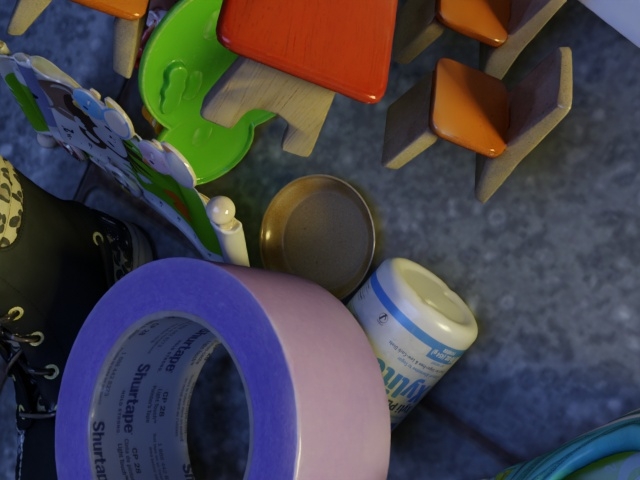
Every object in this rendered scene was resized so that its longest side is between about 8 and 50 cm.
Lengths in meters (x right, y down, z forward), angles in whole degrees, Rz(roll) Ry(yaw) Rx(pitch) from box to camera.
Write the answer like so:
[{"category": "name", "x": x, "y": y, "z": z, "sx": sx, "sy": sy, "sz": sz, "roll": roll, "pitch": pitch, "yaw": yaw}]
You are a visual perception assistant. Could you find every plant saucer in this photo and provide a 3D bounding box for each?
[{"category": "plant saucer", "x": 0.000, "y": 0.000, "z": 0.681, "sx": 0.083, "sy": 0.015, "sz": 0.083, "roll": -1, "pitch": 88, "yaw": 28}]

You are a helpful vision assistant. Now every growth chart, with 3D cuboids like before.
[{"category": "growth chart", "x": -0.127, "y": -0.051, "z": 0.680, "sx": 0.237, "sy": 0.172, "sz": 0.021, "roll": 37, "pitch": 74, "yaw": 22}]

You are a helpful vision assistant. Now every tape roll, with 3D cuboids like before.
[{"category": "tape roll", "x": -0.059, "y": 0.106, "z": 0.600, "sx": 0.189, "sy": 0.080, "sz": 0.189, "roll": -6, "pitch": 80, "yaw": 38}]

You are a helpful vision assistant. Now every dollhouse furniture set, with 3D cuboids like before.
[{"category": "dollhouse furniture set", "x": 0.007, "y": -0.179, "z": 0.547, "sx": 0.135, "sy": 0.262, "sz": 0.259, "roll": 130, "pitch": 154, "yaw": -53}]

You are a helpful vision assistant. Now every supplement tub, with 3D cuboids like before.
[{"category": "supplement tub", "x": 0.034, "y": 0.069, "z": 0.631, "sx": 0.071, "sy": 0.071, "sz": 0.107, "roll": 45, "pitch": 109, "yaw": 22}]

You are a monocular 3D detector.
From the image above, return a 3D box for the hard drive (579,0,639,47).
[{"category": "hard drive", "x": 0.311, "y": -0.188, "z": 0.475, "sx": 0.353, "sy": 0.047, "sz": 0.233, "roll": -52, "pitch": 53, "yaw": 18}]

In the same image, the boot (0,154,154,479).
[{"category": "boot", "x": -0.188, "y": 0.066, "z": 0.656, "sx": 0.085, "sy": 0.178, "sz": 0.236, "roll": -6, "pitch": 64, "yaw": 25}]

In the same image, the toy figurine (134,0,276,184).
[{"category": "toy figurine", "x": -0.091, "y": -0.150, "z": 0.700, "sx": 0.159, "sy": 0.130, "sz": 0.173, "roll": 57, "pitch": 138, "yaw": 32}]

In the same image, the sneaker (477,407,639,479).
[{"category": "sneaker", "x": 0.098, "y": 0.165, "z": 0.569, "sx": 0.275, "sy": 0.110, "sz": 0.107, "roll": -40, "pitch": 64, "yaw": 22}]
